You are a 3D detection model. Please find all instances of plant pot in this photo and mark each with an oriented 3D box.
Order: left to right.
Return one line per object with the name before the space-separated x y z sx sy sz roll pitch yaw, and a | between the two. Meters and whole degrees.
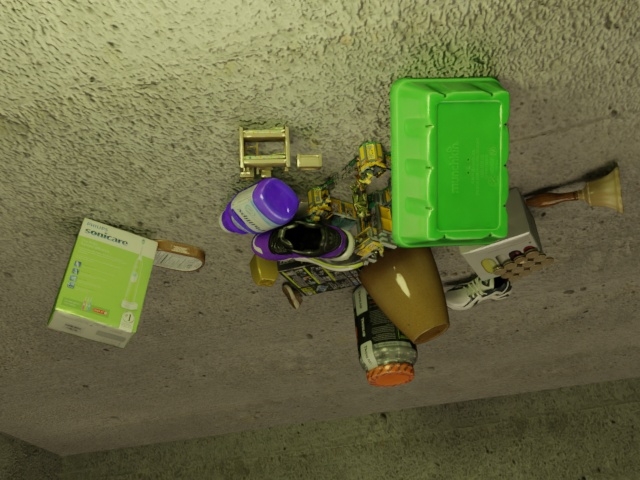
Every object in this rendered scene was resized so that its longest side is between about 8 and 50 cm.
plant pot | -0.162 0.091 2.107 0.081 0.083 0.081 6 148 -19
plant pot | 0.271 0.168 2.083 0.237 0.255 0.237 -21 155 -10

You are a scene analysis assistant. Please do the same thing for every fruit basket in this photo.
fruit basket | 0.288 -0.171 1.543 0.282 0.392 0.392 -2 150 -5

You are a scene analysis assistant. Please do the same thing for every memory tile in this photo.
memory tile | 0.562 0.070 1.957 0.113 0.012 0.148 19 141 -37

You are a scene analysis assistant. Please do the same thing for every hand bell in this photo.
hand bell | 0.672 -0.119 1.880 0.241 0.126 0.126 -6 152 24

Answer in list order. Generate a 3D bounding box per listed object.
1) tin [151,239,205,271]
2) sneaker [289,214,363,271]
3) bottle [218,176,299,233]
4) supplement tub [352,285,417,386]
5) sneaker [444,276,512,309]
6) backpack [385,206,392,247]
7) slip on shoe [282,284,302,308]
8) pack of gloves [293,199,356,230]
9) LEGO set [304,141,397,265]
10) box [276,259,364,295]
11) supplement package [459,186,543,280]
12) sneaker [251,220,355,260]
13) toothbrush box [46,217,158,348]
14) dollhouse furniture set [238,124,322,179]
tin | -0.423 0.046 2.036 0.189 0.040 0.106 14 141 -30
sneaker | 0.000 0.000 1.895 0.299 0.111 0.121 6 138 0
bottle | -0.166 -0.074 1.751 0.118 0.092 0.282 42 151 -19
supplement tub | 0.211 0.304 2.308 0.193 0.316 0.194 -4 150 -2
sneaker | 0.520 0.150 2.315 0.234 0.094 0.153 -7 149 2
backpack | 0.206 -0.033 1.948 0.104 0.084 0.114 15 140 -31
slip on shoe | -0.088 0.178 2.320 0.041 0.051 0.135 -42 144 -15
pack of gloves | -0.014 -0.019 1.978 0.194 0.046 0.232 9 147 -26
LEGO set | 0.125 -0.072 1.758 0.254 0.192 0.331 22 141 -39
box | 0.011 0.086 2.119 0.216 0.060 0.270 -12 157 13
supplement package | 0.498 -0.012 1.968 0.194 0.149 0.203 -20 147 22
sneaker | -0.073 -0.007 1.743 0.293 0.102 0.146 -2 171 33
toothbrush box | -0.565 0.112 1.847 0.206 0.283 0.122 20 143 -21
dollhouse furniture set | -0.097 -0.204 1.629 0.181 0.101 0.161 -2 175 -7
